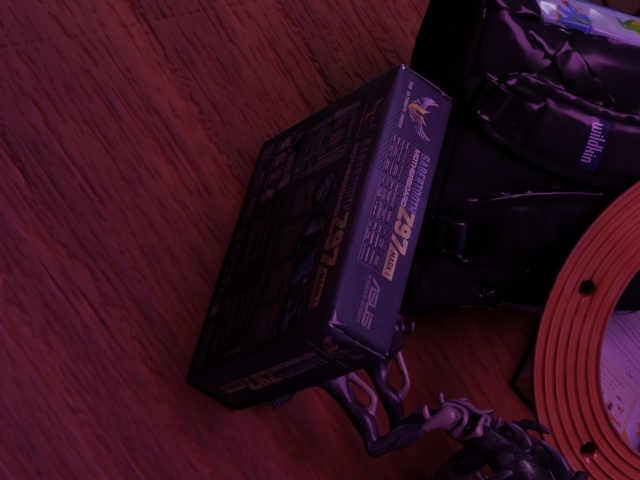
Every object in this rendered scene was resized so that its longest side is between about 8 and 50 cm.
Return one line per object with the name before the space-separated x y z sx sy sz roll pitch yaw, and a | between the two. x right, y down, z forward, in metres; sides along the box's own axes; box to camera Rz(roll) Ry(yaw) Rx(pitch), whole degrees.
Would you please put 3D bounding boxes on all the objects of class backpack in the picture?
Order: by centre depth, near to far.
backpack | 0.237 -0.072 1.387 0.356 0.273 0.290 7 106 -13

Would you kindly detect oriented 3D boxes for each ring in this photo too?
ring | 0.323 0.084 1.332 0.337 0.032 0.336 -5 107 -16

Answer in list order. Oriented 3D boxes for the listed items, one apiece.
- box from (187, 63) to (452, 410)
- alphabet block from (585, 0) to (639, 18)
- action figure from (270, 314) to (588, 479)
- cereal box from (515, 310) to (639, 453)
box | 0.000 0.000 1.230 0.059 0.183 0.232 31 56 -25
alphabet block | 0.375 -0.242 1.628 0.193 0.192 0.197 -20 89 -44
action figure | 0.102 0.180 1.254 0.276 0.141 0.164 40 24 14
cereal box | 0.288 0.103 1.524 0.173 0.047 0.240 49 49 -18
